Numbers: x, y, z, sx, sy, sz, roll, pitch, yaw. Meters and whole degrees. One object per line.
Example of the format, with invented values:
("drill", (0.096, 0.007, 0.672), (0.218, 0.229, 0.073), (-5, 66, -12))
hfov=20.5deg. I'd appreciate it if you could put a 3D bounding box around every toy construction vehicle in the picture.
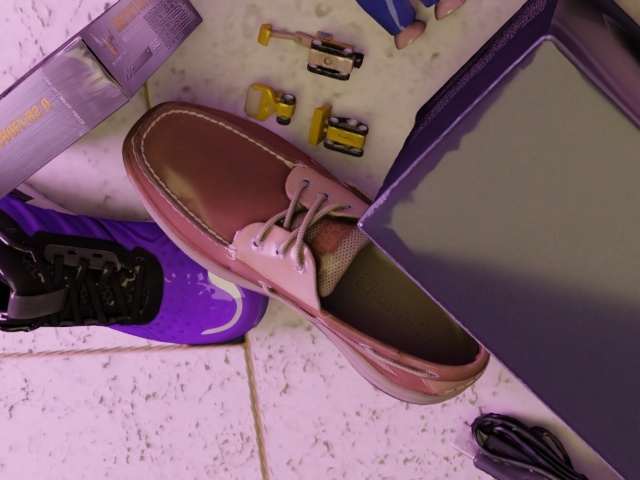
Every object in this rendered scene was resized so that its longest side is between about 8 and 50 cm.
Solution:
("toy construction vehicle", (-0.005, -0.117, 1.343), (0.098, 0.035, 0.086), (15, 121, 9))

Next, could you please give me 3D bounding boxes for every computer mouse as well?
("computer mouse", (0.146, 0.288, 1.404), (0.188, 0.072, 0.272), (30, 114, 16))

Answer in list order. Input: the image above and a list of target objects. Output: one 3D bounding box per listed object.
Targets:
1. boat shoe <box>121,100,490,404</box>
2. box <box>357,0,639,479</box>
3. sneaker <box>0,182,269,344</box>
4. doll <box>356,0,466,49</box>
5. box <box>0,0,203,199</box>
("boat shoe", (0.000, 0.000, 1.313), (0.324, 0.116, 0.123), (34, 77, -7))
("box", (0.207, -0.008, 1.193), (0.296, 0.294, 0.183), (43, 110, -5))
("sneaker", (-0.191, 0.033, 1.363), (0.293, 0.146, 0.102), (14, 110, 7))
("doll", (0.021, -0.230, 1.291), (0.129, 0.046, 0.189), (-34, 99, 18))
("box", (-0.192, -0.101, 1.275), (0.183, 0.231, 0.056), (-36, 101, 20))
